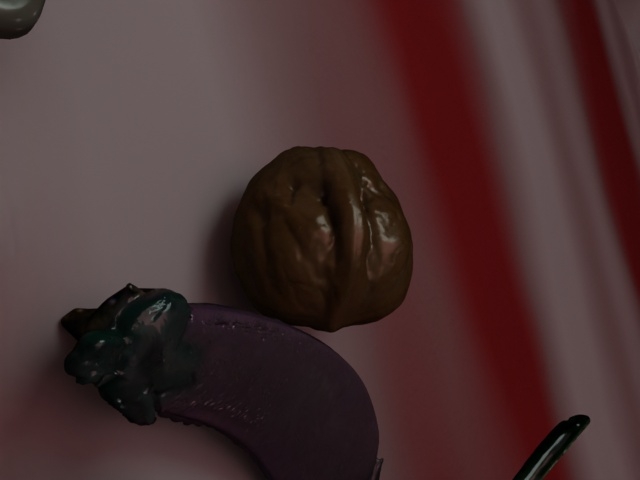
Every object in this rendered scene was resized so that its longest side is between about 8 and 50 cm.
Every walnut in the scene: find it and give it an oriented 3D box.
[{"bbox_3d":[0.000,0.000,0.533,0.167,0.149,0.166,9,61,-15],"label":"walnut"}]

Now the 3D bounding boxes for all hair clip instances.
[{"bbox_3d":[-0.041,0.129,0.487,0.359,0.096,0.110,40,33,-38],"label":"hair clip"}]

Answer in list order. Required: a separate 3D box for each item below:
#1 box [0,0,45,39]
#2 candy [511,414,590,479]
[{"bbox_3d":[-0.229,-0.221,0.346,0.162,0.130,0.227,26,60,-43],"label":"box"},{"bbox_3d":[0.118,0.227,0.461,0.323,0.097,0.097,-34,104,-31],"label":"candy"}]
